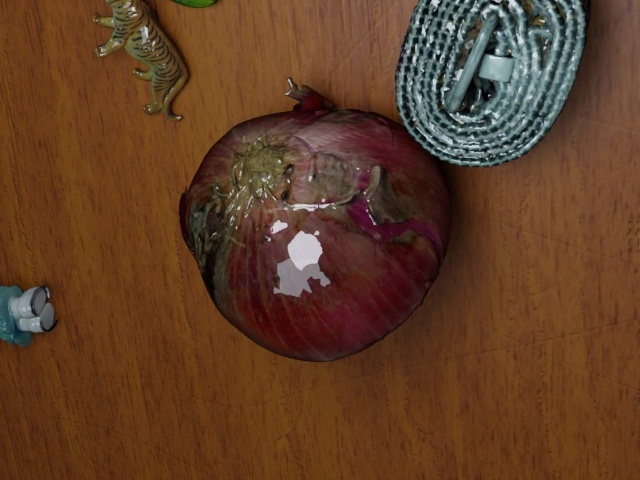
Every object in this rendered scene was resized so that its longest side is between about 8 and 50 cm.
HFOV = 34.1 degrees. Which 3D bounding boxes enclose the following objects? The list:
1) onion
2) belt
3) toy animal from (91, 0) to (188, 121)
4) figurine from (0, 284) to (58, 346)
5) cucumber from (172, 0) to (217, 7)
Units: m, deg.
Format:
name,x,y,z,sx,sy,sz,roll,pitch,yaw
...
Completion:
name,x,y,z,sx,sy,sz,roll,pitch,yaw
onion,-0.007,-0.026,1.326,0.353,0.353,0.354,8,114,19
belt,0.210,-0.230,1.233,0.206,0.160,0.295,31,120,8
toy animal,-0.250,-0.266,1.450,0.099,0.057,0.241,-18,120,29
figurine,-0.559,0.135,1.735,0.245,0.110,0.138,-6,127,17
cucumber,-0.247,-0.385,1.418,0.250,0.056,0.056,37,120,3
